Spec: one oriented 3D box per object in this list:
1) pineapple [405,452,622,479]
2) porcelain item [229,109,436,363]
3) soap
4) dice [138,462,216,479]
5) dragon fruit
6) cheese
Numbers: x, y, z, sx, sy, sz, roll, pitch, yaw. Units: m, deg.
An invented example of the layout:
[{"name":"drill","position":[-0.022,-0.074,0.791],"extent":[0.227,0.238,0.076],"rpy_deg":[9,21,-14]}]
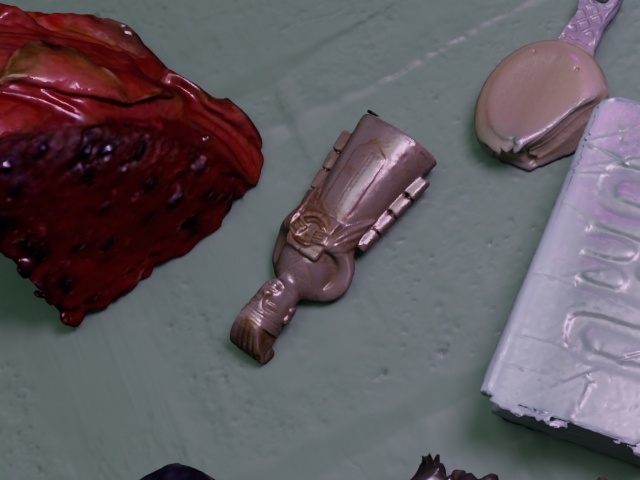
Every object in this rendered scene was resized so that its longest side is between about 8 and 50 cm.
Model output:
[{"name":"pineapple","position":[0.183,0.239,1.175],"extent":[0.362,0.202,0.202],"rpy_deg":[16,72,43]},{"name":"porcelain item","position":[0.000,0.000,1.390],"extent":[0.084,0.054,0.213],"rpy_deg":[33,81,28]},{"name":"soap","position":[0.229,0.033,1.281],"extent":[0.150,0.094,0.261],"rpy_deg":[17,73,25]},{"name":"dice","position":[-0.073,0.276,1.220],"extent":[0.182,0.183,0.181],"rpy_deg":[29,80,28]},{"name":"dragon fruit","position":[-0.238,-0.146,1.421],"extent":[0.228,0.286,0.329],"rpy_deg":[-37,53,3]},{"name":"cheese","position":[0.193,-0.129,1.391],"extent":[0.171,0.047,0.092],"rpy_deg":[-42,63,-5]}]
